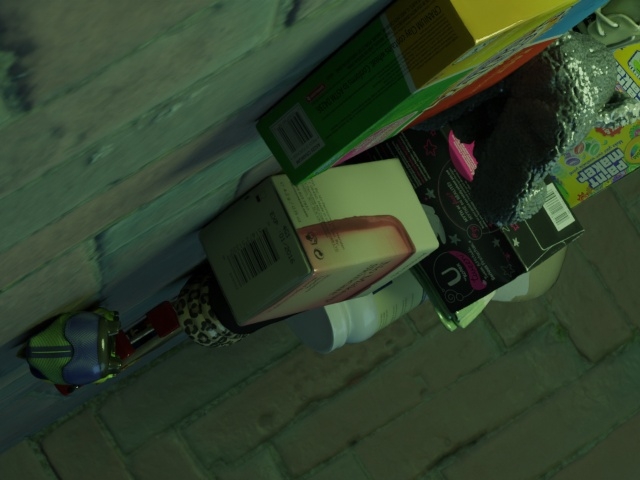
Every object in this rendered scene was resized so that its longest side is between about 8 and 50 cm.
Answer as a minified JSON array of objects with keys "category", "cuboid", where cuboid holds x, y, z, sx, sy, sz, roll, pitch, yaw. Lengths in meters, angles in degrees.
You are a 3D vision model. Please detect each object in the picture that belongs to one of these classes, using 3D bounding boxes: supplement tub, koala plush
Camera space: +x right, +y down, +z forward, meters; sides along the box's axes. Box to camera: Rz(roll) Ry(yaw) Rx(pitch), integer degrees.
[{"category":"supplement tub","cuboid":[0.088,0.053,2.768,0.325,0.235,0.235,-31,177,-25]},{"category":"koala plush","cuboid":[0.239,-0.159,1.504,0.221,0.196,0.203,-24,161,-46]}]

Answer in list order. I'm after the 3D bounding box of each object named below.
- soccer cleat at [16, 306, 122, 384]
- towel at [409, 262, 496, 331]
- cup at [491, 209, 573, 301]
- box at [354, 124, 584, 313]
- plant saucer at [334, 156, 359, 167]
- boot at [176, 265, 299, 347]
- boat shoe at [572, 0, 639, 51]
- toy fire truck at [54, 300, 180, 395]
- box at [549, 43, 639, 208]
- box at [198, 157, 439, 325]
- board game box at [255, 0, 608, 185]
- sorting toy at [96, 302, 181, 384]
[{"category":"soccer cleat","cuboid":[-0.299,0.125,1.709,0.121,0.093,0.289,-1,176,-9]},{"category":"towel","cuboid":[0.189,-0.050,1.930,0.038,0.248,0.325,-32,-176,43]},{"category":"cup","cuboid":[0.313,-0.089,2.530,0.331,0.331,0.237,-29,150,-46]},{"category":"box","cuboid":[0.184,-0.063,1.803,0.142,0.247,0.163,-33,177,41]},{"category":"plant saucer","cuboid":[0.060,-0.090,1.885,0.192,0.018,0.067,-21,138,-56]},{"category":"boot","cuboid":[-0.030,0.044,2.164,0.284,0.138,0.377,-25,-178,22]},{"category":"boat shoe","cuboid":[0.329,-0.254,1.607,0.094,0.109,0.302,-29,178,-25]},{"category":"toy fire truck","cuboid":[-0.324,0.172,2.285,0.192,0.047,0.135,-33,178,19]},{"category":"box","cuboid":[0.424,-0.201,2.236,0.290,0.177,0.279,-36,-172,43]},{"category":"box","cuboid":[0.000,0.000,1.696,0.232,0.127,0.148,-11,161,-47]},{"category":"board game box","cuboid":[0.126,-0.173,1.212,0.316,0.064,0.242,-29,176,-43]},{"category":"sorting toy","cuboid":[-0.281,0.156,2.449,0.274,0.046,0.132,-35,176,28]}]
